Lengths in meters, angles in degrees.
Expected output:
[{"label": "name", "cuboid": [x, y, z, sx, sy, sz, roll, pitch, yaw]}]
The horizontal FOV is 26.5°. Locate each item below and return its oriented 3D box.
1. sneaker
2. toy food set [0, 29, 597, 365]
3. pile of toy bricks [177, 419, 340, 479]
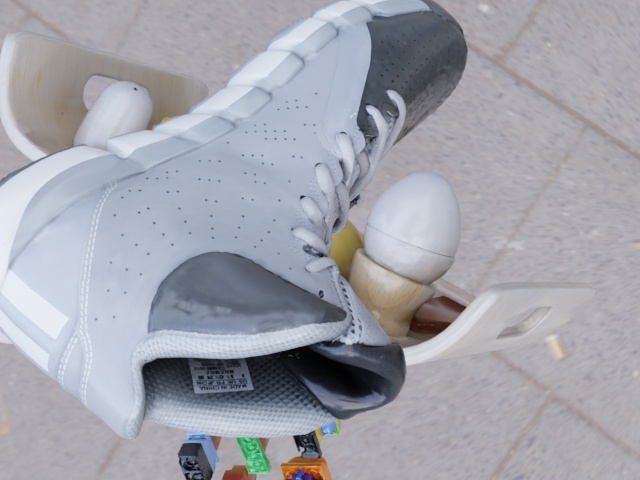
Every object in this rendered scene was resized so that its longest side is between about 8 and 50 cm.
[{"label": "sneaker", "cuboid": [0.000, 0.000, 0.477, 0.132, 0.228, 0.086, 39, 146, 29]}, {"label": "toy food set", "cuboid": [-0.006, -0.031, 0.770, 0.306, 0.219, 0.092, 30, 101, 21]}, {"label": "pile of toy bricks", "cuboid": [-0.039, 0.110, 0.978, 0.118, 0.105, 0.212, -3, 125, 19]}]
